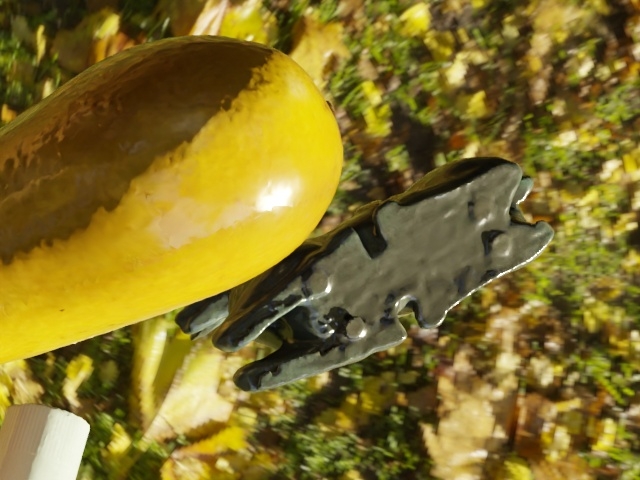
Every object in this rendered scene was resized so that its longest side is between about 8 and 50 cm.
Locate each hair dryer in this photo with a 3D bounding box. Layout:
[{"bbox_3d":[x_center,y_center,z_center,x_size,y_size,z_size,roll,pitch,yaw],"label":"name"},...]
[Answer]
[{"bbox_3d":[-0.113,0.182,0.661,0.183,0.044,0.154,45,52,-52],"label":"hair dryer"}]

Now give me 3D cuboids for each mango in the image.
[{"bbox_3d":[-0.076,-0.010,0.469,0.178,0.115,0.090,-28,90,16],"label":"mango"}]

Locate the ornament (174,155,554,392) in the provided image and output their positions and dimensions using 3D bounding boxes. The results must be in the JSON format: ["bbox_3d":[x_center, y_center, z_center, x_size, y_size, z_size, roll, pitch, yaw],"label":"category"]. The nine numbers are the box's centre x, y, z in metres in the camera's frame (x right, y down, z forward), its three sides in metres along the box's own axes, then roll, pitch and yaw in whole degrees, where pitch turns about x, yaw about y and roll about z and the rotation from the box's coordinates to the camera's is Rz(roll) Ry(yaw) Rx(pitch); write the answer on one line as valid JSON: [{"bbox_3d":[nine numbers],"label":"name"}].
[{"bbox_3d":[0.000,0.000,0.790,0.202,0.236,0.080,-29,105,-15],"label":"ornament"}]
